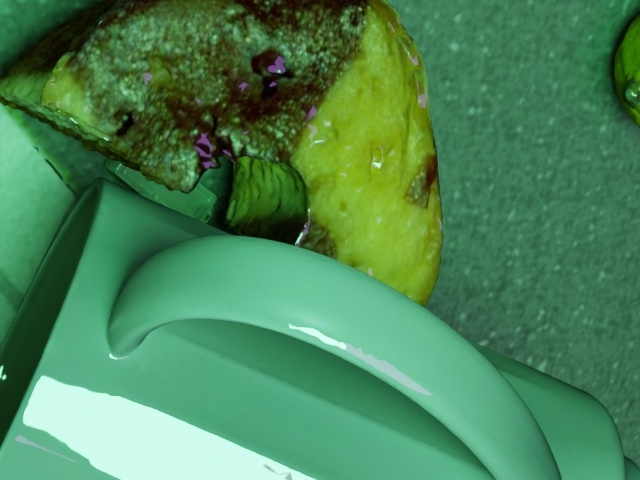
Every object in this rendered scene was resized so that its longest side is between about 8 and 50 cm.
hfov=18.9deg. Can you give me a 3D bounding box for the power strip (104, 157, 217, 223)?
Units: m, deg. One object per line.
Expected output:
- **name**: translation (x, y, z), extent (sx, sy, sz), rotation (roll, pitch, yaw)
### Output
- **power strip**: translation (-0.091, -0.034, 1.083), extent (0.027, 0.017, 0.083), rotation (-54, 131, -5)

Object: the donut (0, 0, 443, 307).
- **donut**: translation (-0.044, -0.079, 1.029), extent (0.295, 0.112, 0.151), rotation (31, 76, -45)

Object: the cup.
- **cup**: translation (0.000, 0.118, 0.966), extent (0.327, 0.323, 0.236), rotation (25, 56, -11)

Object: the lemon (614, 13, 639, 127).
- **lemon**: translation (0.246, -0.110, 1.230), extent (0.133, 0.109, 0.109), rotation (-26, 125, -31)
